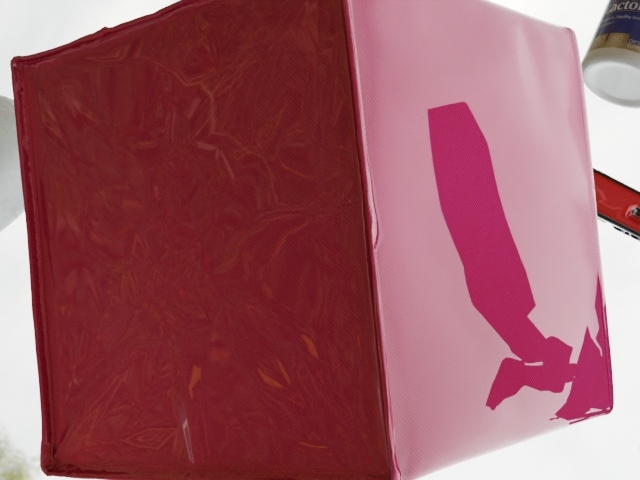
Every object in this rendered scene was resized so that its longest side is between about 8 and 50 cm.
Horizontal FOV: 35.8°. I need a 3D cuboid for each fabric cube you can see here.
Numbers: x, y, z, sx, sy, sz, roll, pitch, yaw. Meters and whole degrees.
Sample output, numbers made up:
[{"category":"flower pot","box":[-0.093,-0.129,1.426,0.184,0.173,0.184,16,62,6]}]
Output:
[{"category":"fabric cube","box":[0.000,0.000,0.604,0.259,0.258,0.254,-7,-93,38]}]

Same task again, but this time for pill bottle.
[{"category":"pill bottle","box":[0.553,-0.369,1.678,0.153,0.153,0.265,3,-118,51]}]

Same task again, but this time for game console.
[{"category":"game console","box":[0.314,-0.096,1.444,0.060,0.386,0.342,-63,-174,4]}]

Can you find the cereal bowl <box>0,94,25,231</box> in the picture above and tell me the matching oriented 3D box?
[{"category":"cereal bowl","box":[-0.550,-0.103,1.397,0.338,0.141,0.339,-17,-145,12]}]
